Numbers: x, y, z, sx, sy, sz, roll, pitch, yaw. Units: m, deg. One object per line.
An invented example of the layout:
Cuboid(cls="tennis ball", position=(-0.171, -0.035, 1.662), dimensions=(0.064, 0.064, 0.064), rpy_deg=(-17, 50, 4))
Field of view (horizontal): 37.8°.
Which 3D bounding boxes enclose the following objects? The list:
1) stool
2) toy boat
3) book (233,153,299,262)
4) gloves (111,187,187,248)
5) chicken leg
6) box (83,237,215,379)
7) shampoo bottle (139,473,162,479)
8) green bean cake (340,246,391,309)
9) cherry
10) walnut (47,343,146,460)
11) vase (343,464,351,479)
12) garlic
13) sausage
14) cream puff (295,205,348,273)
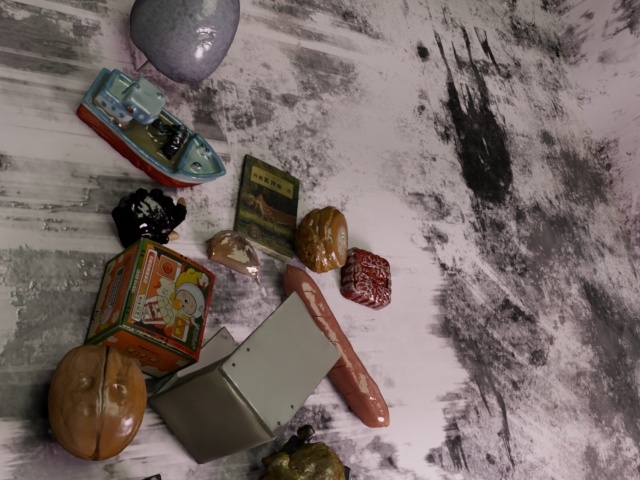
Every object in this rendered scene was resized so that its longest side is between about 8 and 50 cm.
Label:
Cuboid(cls="stool", position=(-0.144, 0.266, 1.802), dimensions=(0.170, 0.244, 0.270), rpy_deg=(54, 43, -8))
Cuboid(cls="toy boat", position=(-0.338, -0.229, 1.965), dimensions=(0.332, 0.133, 0.145), rpy_deg=(39, 45, -23))
Cuboid(cls="book", position=(-0.123, -0.076, 2.172), dimensions=(0.160, 0.024, 0.228), rpy_deg=(26, 53, -30))
Cuboid(cls="gloves", position=(-0.328, -0.056, 1.900), dimensions=(0.129, 0.106, 0.181), rpy_deg=(55, 46, -3))
Cuboid(cls="chicken leg", position=(-0.074, 0.534, 1.808), dimensions=(0.211, 0.140, 0.361), rpy_deg=(41, 45, 9))
Cuboid(cls="box", position=(-0.318, 0.131, 1.777), dimensions=(0.178, 0.148, 0.194), rpy_deg=(31, 50, -30))
Cuboid(cls="shampoo bottle", position=(-0.265, 0.537, 1.658), dimensions=(0.080, 0.079, 0.246), rpy_deg=(-10, 76, -47))
Cuboid(cls="green bean cake", position=(0.114, 0.093, 2.287), dimensions=(0.135, 0.056, 0.135), rpy_deg=(23, 54, -36))
Cuboid(cls="cherry", position=(-0.300, -0.475, 2.046), dimensions=(0.218, 0.296, 0.255), rpy_deg=(26, 23, -34))
Cuboid(cls="walnut", position=(-0.387, 0.277, 1.624), dimensions=(0.167, 0.167, 0.207), rpy_deg=(22, 53, -35))
Cuboid(cls="vase", position=(0.025, 0.571, 1.937), dimensions=(0.060, 0.060, 0.211), rpy_deg=(32, 48, -28))
Cuboid(cls="garlic", position=(-0.184, 0.029, 2.034), dimensions=(0.152, 0.066, 0.084), rpy_deg=(30, 78, -25))
Cuboid(cls="sausage", position=(0.030, 0.241, 2.105), dimensions=(0.088, 0.088, 0.433), rpy_deg=(-31, 90, -48))
Cuboid(cls="cream puff", position=(0.000, 0.000, 2.175), dimensions=(0.165, 0.115, 0.150), rpy_deg=(-63, 145, -51))
